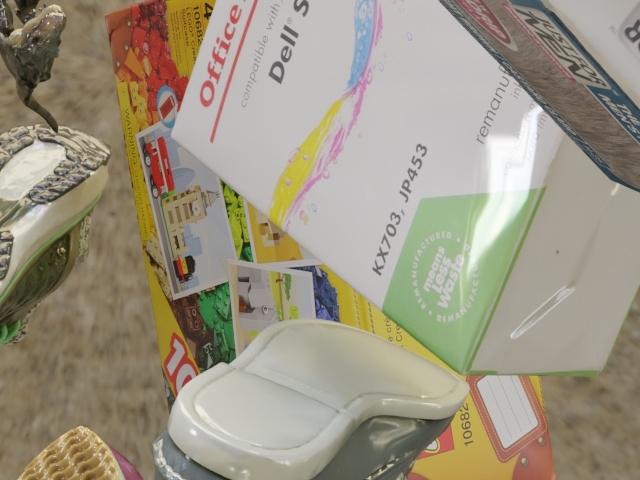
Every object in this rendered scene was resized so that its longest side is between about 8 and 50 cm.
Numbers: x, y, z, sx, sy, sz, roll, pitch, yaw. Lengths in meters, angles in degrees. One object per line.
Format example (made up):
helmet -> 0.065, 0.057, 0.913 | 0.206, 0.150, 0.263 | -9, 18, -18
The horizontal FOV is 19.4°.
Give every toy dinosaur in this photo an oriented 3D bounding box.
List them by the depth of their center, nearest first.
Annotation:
toy dinosaur -> -0.261, -0.180, 1.650 | 0.064, 0.268, 0.118 | -14, 81, -9

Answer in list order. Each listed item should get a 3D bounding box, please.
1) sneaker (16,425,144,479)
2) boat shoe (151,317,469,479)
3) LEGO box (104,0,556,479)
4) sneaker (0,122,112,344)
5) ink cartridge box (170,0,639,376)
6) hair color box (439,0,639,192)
sneaker -> -0.075, 0.156, 0.800 | 0.069, 0.185, 0.084 | -42, 130, 2
boat shoe -> -0.007, 0.119, 1.076 | 0.116, 0.319, 0.099 | 25, 104, 18
LEGO box -> 0.000, 0.000, 1.750 | 0.193, 0.372, 0.500 | -11, 93, -33
sneaker -> -0.335, 0.060, 1.871 | 0.158, 0.410, 0.182 | 17, 134, 26
ink cartridge box -> 0.041, -0.098, 1.056 | 0.119, 0.353, 0.207 | 2, 116, -42
hair color box -> 0.205, -0.196, 0.783 | 0.174, 0.105, 0.347 | 42, 82, -32
